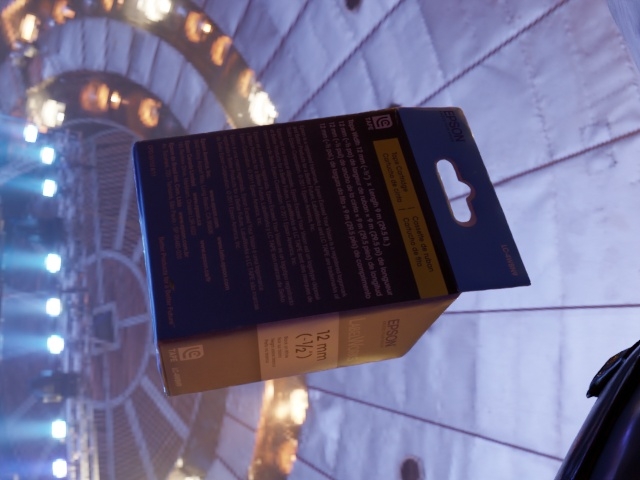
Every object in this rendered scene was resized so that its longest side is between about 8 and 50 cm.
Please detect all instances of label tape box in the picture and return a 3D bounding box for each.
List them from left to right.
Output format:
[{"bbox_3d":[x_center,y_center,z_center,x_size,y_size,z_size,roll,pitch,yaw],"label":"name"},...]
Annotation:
[{"bbox_3d":[0.000,0.000,0.992,0.115,0.348,0.249,94,-14,-52],"label":"label tape box"}]

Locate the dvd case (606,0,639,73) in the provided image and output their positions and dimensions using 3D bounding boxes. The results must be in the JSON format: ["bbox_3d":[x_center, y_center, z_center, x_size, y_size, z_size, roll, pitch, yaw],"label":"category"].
[{"bbox_3d":[0.183,-0.164,0.592,0.018,0.164,0.221,-17,-145,14],"label":"dvd case"}]

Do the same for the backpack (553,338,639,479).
[{"bbox_3d":[0.179,0.160,0.450,0.191,0.225,0.253,17,-110,15],"label":"backpack"}]
